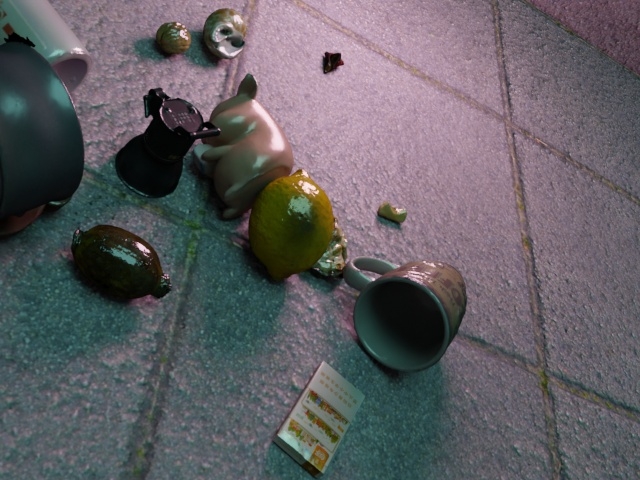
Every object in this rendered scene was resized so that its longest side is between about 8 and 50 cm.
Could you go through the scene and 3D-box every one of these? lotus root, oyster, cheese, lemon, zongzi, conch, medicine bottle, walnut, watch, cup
[{"bbox_3d":[-0.373,0.044,1.412,0.210,0.120,0.120,31,44,-14],"label":"lotus root"},{"bbox_3d":[0.000,0.000,1.761,0.191,0.081,0.163,30,49,-10],"label":"oyster"},{"bbox_3d":[0.193,-0.077,1.992,0.083,0.044,0.030,19,32,-22],"label":"cheese"},{"bbox_3d":[-0.066,-0.033,1.643,0.188,0.188,0.256,12,89,-31],"label":"lemon"},{"bbox_3d":[0.031,-0.524,2.217,0.067,0.073,0.083,37,3,-8],"label":"zongzi"},{"bbox_3d":[-0.255,-0.549,1.977,0.116,0.106,0.172,29,60,-34],"label":"conch"},{"bbox_3d":[-0.625,-0.437,1.549,0.293,0.170,0.170,51,43,5],"label":"medicine bottle"},{"bbox_3d":[-0.367,-0.505,1.869,0.092,0.092,0.092,21,48,-24],"label":"walnut"},{"bbox_3d":[-0.576,-0.188,1.276,0.314,0.327,0.335,-28,77,-46],"label":"watch"},{"bbox_3d":[0.197,0.131,1.738,0.301,0.227,0.257,35,28,14],"label":"cup"}]

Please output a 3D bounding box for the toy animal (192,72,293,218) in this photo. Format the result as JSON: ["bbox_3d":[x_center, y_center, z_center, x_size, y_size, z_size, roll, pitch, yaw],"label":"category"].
[{"bbox_3d":[-0.181,-0.203,1.712,0.213,0.195,0.256,-25,71,-16],"label":"toy animal"}]

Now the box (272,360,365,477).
[{"bbox_3d":[0.001,0.357,1.515,0.122,0.032,0.220,42,42,-4],"label":"box"}]

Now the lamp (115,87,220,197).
[{"bbox_3d":[-0.325,-0.217,1.565,0.147,0.227,0.172,-18,70,-44],"label":"lamp"}]
